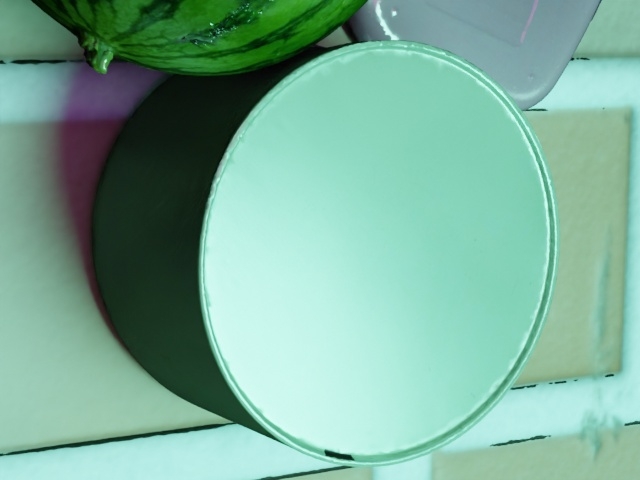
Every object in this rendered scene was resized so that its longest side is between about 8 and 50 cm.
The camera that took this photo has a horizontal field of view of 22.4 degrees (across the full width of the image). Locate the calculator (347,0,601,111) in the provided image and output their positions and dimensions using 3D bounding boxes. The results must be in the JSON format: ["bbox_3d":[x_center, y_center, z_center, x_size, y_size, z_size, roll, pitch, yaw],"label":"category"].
[{"bbox_3d":[0.119,-0.221,1.013,0.194,0.043,0.294,21,87,-32],"label":"calculator"}]

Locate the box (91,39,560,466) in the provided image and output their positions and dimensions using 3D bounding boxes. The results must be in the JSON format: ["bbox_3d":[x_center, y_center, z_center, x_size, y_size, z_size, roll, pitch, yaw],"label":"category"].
[{"bbox_3d":[0.000,0.000,0.908,0.226,0.149,0.226,-4,99,-30],"label":"box"}]

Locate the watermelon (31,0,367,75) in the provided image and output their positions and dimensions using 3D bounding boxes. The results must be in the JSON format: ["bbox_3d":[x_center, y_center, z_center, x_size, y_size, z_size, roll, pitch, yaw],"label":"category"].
[{"bbox_3d":[-0.063,-0.202,0.795,0.242,0.242,0.242,-4,99,-30],"label":"watermelon"}]
